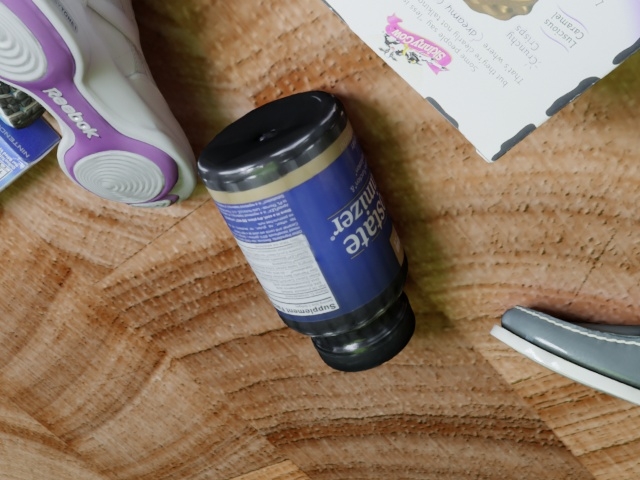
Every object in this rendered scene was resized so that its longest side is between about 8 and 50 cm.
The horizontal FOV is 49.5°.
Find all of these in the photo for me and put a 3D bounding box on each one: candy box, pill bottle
[{"bbox_3d":[0.104,-0.162,0.347,0.165,0.070,0.196,41,130,-11],"label":"candy box"},{"bbox_3d":[0.000,0.000,0.574,0.123,0.123,0.219,-10,123,27],"label":"pill bottle"}]

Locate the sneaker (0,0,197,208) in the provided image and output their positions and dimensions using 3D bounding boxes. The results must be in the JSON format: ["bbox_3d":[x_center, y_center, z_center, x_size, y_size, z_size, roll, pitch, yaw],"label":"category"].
[{"bbox_3d":[-0.165,-0.138,0.542,0.114,0.152,0.305,-1,150,12],"label":"sneaker"}]

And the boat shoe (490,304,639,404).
[{"bbox_3d":[0.307,0.100,0.578,0.319,0.116,0.099,18,88,16],"label":"boat shoe"}]

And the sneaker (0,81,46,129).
[{"bbox_3d":[-0.291,-0.174,0.599,0.073,0.063,0.162,5,124,37],"label":"sneaker"}]

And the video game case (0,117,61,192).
[{"bbox_3d":[-0.427,-0.134,0.670,0.244,0.061,0.269,-25,115,35],"label":"video game case"}]
